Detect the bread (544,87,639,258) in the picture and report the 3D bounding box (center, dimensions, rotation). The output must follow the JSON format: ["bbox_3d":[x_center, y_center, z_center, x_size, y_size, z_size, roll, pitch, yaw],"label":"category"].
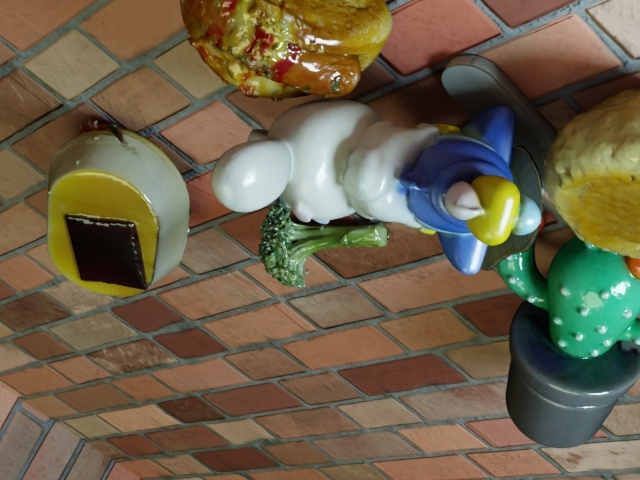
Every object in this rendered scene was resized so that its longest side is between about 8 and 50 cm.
[{"bbox_3d":[0.371,-0.076,1.452,0.244,0.134,0.244,18,153,9],"label":"bread"}]

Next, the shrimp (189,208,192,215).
[{"bbox_3d":[-0.257,-0.055,2.099,0.127,0.025,0.091,2,142,41],"label":"shrimp"}]

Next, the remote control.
[{"bbox_3d":[0.235,-0.135,1.573,0.245,0.022,0.077,42,147,-27],"label":"remote control"}]

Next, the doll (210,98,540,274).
[{"bbox_3d":[0.084,-0.069,1.522,0.366,0.376,0.187,13,123,13],"label":"doll"}]

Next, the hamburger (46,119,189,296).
[{"bbox_3d":[-0.311,-0.047,2.014,0.227,0.151,0.295,20,133,3],"label":"hamburger"}]

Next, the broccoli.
[{"bbox_3d":[0.001,0.001,1.932,0.204,0.122,0.118,-10,153,27],"label":"broccoli"}]

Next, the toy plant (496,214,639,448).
[{"bbox_3d":[0.342,0.113,1.749,0.279,0.185,0.400,46,152,27],"label":"toy plant"}]

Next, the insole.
[{"bbox_3d":[0.226,-0.031,1.637,0.009,0.119,0.348,-14,169,-9],"label":"insole"}]

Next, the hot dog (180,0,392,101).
[{"bbox_3d":[-0.057,-0.249,1.479,0.257,0.153,0.150,30,151,-8],"label":"hot dog"}]
